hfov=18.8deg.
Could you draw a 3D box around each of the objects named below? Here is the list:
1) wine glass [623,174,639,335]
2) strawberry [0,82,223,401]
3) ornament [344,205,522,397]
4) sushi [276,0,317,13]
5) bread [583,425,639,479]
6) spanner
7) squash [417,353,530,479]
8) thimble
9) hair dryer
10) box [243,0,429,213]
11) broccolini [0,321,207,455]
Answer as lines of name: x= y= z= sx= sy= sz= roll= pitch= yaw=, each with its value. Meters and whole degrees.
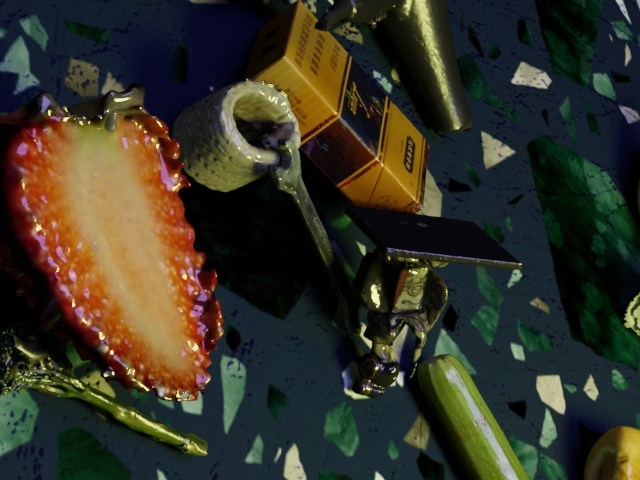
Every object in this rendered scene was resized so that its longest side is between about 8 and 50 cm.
wine glass: x=0.480 y=-0.012 z=2.566 sx=0.143 sy=0.143 sz=0.321 roll=36 pitch=46 yaw=-30
strawberry: x=-0.220 y=0.018 z=1.786 sx=0.233 sy=0.138 sz=0.306 roll=-15 pitch=90 yaw=-48
ornament: x=0.095 y=0.079 z=2.066 sx=0.153 sy=0.196 sz=0.166 roll=8 pitch=16 yaw=-18
sushi: x=-0.136 y=-0.448 z=2.166 sx=0.296 sy=0.100 sz=0.373 roll=10 pitch=74 yaw=-52
bread: x=0.384 y=0.300 z=2.325 sx=0.173 sy=0.085 sz=0.134 roll=24 pitch=57 yaw=-40
spanner: x=0.000 y=0.000 z=2.049 sx=0.254 sy=0.015 sz=0.054 roll=65 pitch=36 yaw=-35
squash: x=0.178 y=0.230 z=2.152 sx=0.066 sy=0.066 sz=0.229 roll=-32 pitch=95 yaw=-51
thimble: x=-0.087 y=-0.111 z=2.024 sx=0.115 sy=0.090 sz=0.102 roll=-25 pitch=90 yaw=-49
hair dryer: x=0.066 y=-0.239 z=2.213 sx=0.359 sy=0.120 sz=0.303 roll=-37 pitch=111 yaw=-65
box: x=0.021 y=-0.137 z=2.150 sx=0.237 sy=0.070 sz=0.152 roll=45 pitch=25 yaw=-18
broccolini: x=-0.210 y=0.148 z=1.805 sx=0.254 sy=0.071 sz=0.057 roll=35 pitch=5 yaw=-39
